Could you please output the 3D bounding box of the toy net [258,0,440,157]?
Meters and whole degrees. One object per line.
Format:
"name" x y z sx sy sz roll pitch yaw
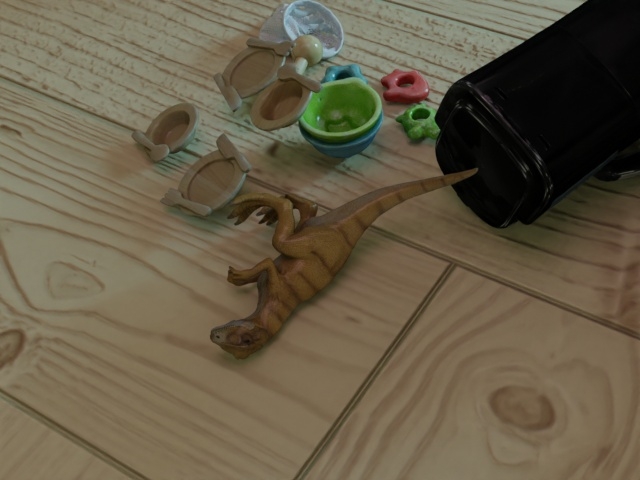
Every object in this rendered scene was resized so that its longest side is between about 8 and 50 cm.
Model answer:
"toy net" 0.014 -0.154 0.854 0.122 0.045 0.232 -20 48 -8

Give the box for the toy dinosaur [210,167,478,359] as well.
"toy dinosaur" 0.000 0.000 0.716 0.211 0.064 0.112 -43 65 -10

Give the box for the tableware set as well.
"tableware set" -0.074 -0.097 0.801 0.169 0.020 0.141 -44 42 -3

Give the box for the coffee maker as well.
"coffee maker" 0.176 -0.110 0.701 0.178 0.171 0.120 -35 53 -20
